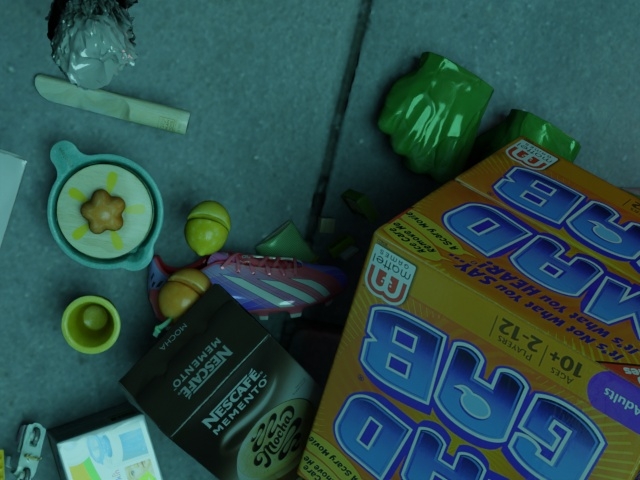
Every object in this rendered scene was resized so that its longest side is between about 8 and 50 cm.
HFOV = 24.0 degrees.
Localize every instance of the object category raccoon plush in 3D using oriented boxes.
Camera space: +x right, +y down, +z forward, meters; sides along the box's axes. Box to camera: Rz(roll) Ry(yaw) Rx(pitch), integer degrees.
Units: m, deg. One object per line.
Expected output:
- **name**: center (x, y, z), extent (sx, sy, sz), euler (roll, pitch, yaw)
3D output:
- **raccoon plush**: center (-0.251, -0.392, 1.530), extent (0.216, 0.446, 0.299), euler (-27, 124, 1)

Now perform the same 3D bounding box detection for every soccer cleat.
- **soccer cleat**: center (-0.089, 0.048, 1.855), extent (0.248, 0.083, 0.095), euler (-9, 102, -6)

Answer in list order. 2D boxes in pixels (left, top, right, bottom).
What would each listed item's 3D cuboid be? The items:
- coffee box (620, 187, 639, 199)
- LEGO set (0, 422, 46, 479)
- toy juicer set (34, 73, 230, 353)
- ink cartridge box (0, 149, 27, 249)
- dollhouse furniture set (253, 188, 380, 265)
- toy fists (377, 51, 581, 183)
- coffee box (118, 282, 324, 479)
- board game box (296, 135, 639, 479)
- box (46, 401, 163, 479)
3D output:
- **coffee box**: center (0.594, 0.132, 2.005), extent (0.334, 0.337, 0.338), euler (2, 103, -21)
- **LEGO set**: center (-0.476, 0.235, 1.778), extent (0.287, 0.107, 0.132), euler (27, 58, -20)
- **toy juicer set**: center (-0.213, -0.040, 1.753), extent (0.209, 0.089, 0.329), euler (-7, 97, -1)
- **ink cartridge box**: center (-0.439, 0.045, 1.621), extent (0.129, 0.223, 0.308), euler (19, 80, -22)
- **dollhouse furniture set**: center (0.000, 0.000, 1.901), extent (0.151, 0.058, 0.076), euler (-38, 112, -9)
- **toy fists**: center (0.197, -0.118, 1.931), extent (0.279, 0.096, 0.142), euler (30, 84, -22)
- **coffee box**: center (-0.087, 0.206, 1.822), extent (0.168, 0.119, 0.297), euler (-46, 140, -5)
- **board game box**: center (0.249, 0.156, 1.743), extent (0.356, 0.356, 0.357), euler (-32, 146, -50)
- **box**: center (-0.248, 0.316, 1.840), extent (0.114, 0.103, 0.203), euler (-18, 97, -16)
